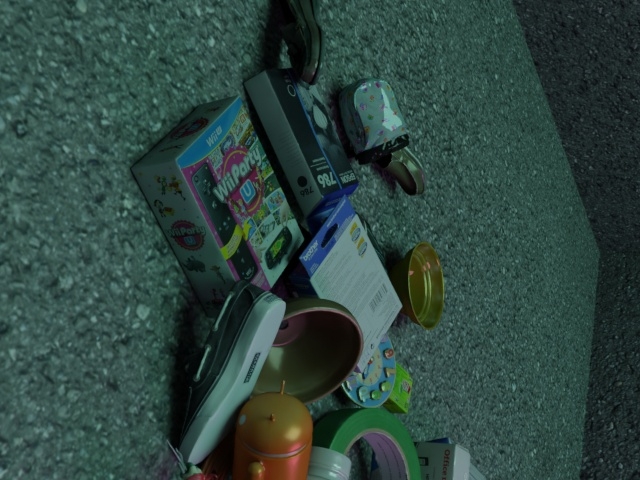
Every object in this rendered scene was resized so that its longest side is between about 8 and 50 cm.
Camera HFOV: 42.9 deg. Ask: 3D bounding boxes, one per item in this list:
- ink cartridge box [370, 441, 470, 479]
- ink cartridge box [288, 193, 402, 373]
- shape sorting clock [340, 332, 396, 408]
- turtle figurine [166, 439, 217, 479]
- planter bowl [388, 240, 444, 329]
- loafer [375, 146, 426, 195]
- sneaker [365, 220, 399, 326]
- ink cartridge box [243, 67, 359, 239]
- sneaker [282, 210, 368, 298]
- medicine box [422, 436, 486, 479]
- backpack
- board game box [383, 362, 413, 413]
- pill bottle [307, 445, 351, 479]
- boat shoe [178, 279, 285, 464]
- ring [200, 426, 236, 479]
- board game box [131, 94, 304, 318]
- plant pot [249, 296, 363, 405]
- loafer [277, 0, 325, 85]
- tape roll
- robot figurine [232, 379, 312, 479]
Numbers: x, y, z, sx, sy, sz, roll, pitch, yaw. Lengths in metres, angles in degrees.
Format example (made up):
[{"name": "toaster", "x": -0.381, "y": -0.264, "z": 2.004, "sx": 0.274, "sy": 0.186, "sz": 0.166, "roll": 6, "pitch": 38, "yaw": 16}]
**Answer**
[{"name": "ink cartridge box", "x": 0.221, "y": 0.529, "z": 1.819, "sx": 0.086, "sy": 0.203, "sz": 0.148, "roll": 39, "pitch": 52, "yaw": -50}, {"name": "ink cartridge box", "x": 0.046, "y": 0.084, "z": 1.569, "sx": 0.186, "sy": 0.065, "sz": 0.311, "roll": -54, "pitch": 133, "yaw": -33}, {"name": "shape sorting clock", "x": 0.100, "y": 0.261, "z": 1.771, "sx": 0.206, "sy": 0.040, "sz": 0.206, "roll": 15, "pitch": 67, "yaw": -40}, {"name": "turtle figurine", "x": -0.206, "y": 0.421, "z": 1.179, "sx": 0.175, "sy": 0.118, "sz": 0.234, "roll": -35, "pitch": 117, "yaw": -38}, {"name": "planter bowl", "x": 0.224, "y": 0.113, "z": 2.005, "sx": 0.217, "sy": 0.090, "sz": 0.217, "roll": 13, "pitch": 74, "yaw": -58}, {"name": "loafer", "x": 0.172, "y": -0.198, "z": 1.992, "sx": 0.087, "sy": 0.094, "sz": 0.251, "roll": -48, "pitch": 120, "yaw": -21}, {"name": "sneaker", "x": 0.123, "y": 0.076, "z": 1.833, "sx": 0.106, "sy": 0.101, "sz": 0.267, "roll": -58, "pitch": 134, "yaw": -49}, {"name": "ink cartridge box", "x": -0.020, "y": -0.175, "z": 1.589, "sx": 0.165, "sy": 0.065, "sz": 0.333, "roll": -27, "pitch": 94, "yaw": -59}, {"name": "sneaker", "x": 0.000, "y": 0.000, "z": 1.636, "sx": 0.162, "sy": 0.106, "sz": 0.281, "roll": 57, "pitch": 40, "yaw": -33}, {"name": "medicine box", "x": 0.304, "y": 0.658, "z": 1.926, "sx": 0.263, "sy": 0.149, "sz": 0.289, "roll": 50, "pitch": 27, "yaw": -44}, {"name": "backpack", "x": 0.118, "y": -0.278, "z": 1.841, "sx": 0.152, "sy": 0.115, "sz": 0.182, "roll": -26, "pitch": 100, "yaw": -25}, {"name": "board game box", "x": 0.156, "y": 0.329, "z": 1.900, "sx": 0.181, "sy": 0.043, "sz": 0.092, "roll": 47, "pitch": 47, "yaw": -46}, {"name": "pill bottle", "x": -0.020, "y": 0.494, "z": 1.421, "sx": 0.136, "sy": 0.136, "sz": 0.246, "roll": 52, "pitch": 43, "yaw": -43}, {"name": "boat shoe", "x": -0.165, "y": 0.207, "z": 1.297, "sx": 0.301, "sy": 0.102, "sz": 0.108, "roll": -65, "pitch": 158, "yaw": 6}, {"name": "ring", "x": -0.130, "y": 0.485, "z": 1.404, "sx": 0.336, "sy": 0.032, "sz": 0.337, "roll": 18, "pitch": 69, "yaw": -58}, {"name": "board game box", "x": -0.162, "y": -0.055, "z": 1.377, "sx": 0.224, "sy": 0.097, "sz": 0.303, "roll": -57, "pitch": 132, "yaw": -47}, {"name": "plant pot", "x": -0.050, "y": 0.181, "z": 1.461, "sx": 0.237, "sy": 0.237, "sz": 0.110, "roll": 52, "pitch": 4, "yaw": -43}, {"name": "loafer", "x": -0.047, "y": -0.407, "z": 1.599, "sx": 0.084, "sy": 0.096, "sz": 0.267, "roll": 11, "pitch": 48, "yaw": -18}, {"name": "tape roll", "x": 0.083, "y": 0.504, "z": 1.653, "sx": 0.321, "sy": 0.077, "sz": 0.321, "roll": 14, "pitch": 70, "yaw": -46}, {"name": "robot figurine", "x": -0.078, "y": 0.337, "z": 1.325, "sx": 0.158, "sy": 0.128, "sz": 0.219, "roll": -15, "pitch": 126, "yaw": -34}]
